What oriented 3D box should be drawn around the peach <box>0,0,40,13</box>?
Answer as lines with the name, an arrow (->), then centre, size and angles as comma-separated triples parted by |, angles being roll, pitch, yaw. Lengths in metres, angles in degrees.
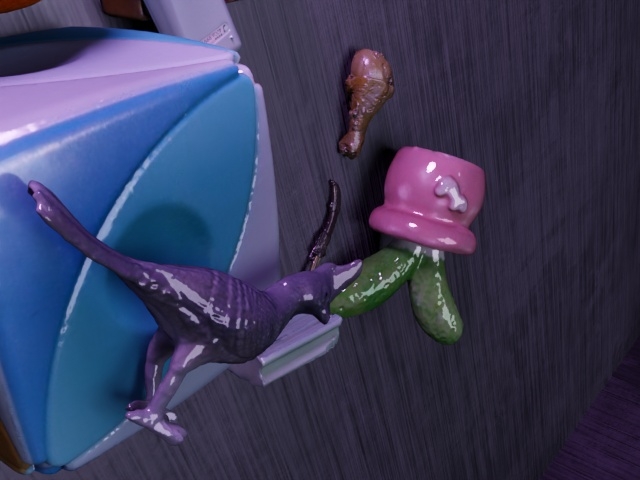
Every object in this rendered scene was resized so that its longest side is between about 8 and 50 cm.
peach -> -0.315, -0.327, 0.712 | 0.281, 0.281, 0.238 | 7, 99, -51

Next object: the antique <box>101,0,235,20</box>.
antique -> -0.144, -0.368, 1.045 | 0.310, 0.087, 0.093 | -27, 124, -40

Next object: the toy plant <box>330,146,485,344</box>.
toy plant -> 0.164, -0.001, 1.495 | 0.317, 0.210, 0.356 | 16, 98, -18

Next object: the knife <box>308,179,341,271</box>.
knife -> 0.004, 0.000, 1.428 | 0.045, 0.021, 0.222 | 14, 90, -52

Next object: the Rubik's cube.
Rubik's cube -> -0.273, -0.020, 0.826 | 0.351, 0.352, 0.347 | -28, 125, -38

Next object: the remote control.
remote control -> -0.173, -0.329, 0.919 | 0.103, 0.051, 0.293 | -46, 135, -28

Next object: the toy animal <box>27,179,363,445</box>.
toy animal -> -0.121, 0.082, 0.710 | 0.367, 0.081, 0.206 | 15, 98, -44

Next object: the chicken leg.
chicken leg -> 0.078, -0.236, 1.383 | 0.085, 0.069, 0.198 | -6, 117, -47

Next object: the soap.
soap -> -0.066, 0.173, 1.346 | 0.198, 0.114, 0.063 | -22, 122, -42
